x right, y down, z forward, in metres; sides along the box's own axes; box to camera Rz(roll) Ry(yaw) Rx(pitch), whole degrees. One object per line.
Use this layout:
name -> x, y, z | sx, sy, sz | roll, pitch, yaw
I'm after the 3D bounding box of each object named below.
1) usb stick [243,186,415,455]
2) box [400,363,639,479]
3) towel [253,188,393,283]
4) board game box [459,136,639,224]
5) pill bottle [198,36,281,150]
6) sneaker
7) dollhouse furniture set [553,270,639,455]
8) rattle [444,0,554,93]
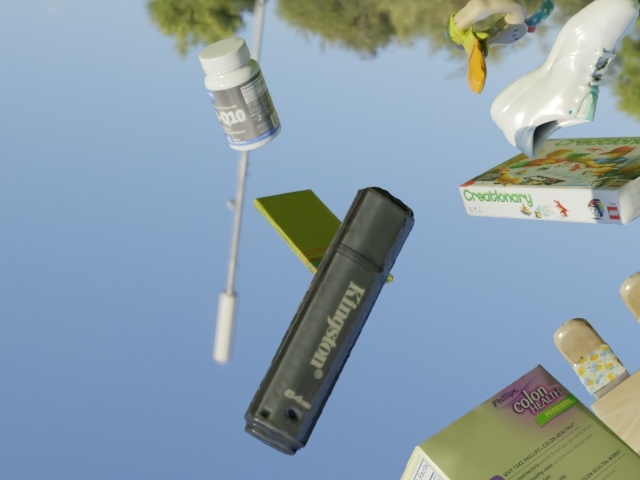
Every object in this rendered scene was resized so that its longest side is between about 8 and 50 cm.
usb stick -> 0.011, 0.075, 1.116 | 0.077, 0.278, 0.045 | 38, 163, -35
box -> 0.245, 0.295, 1.256 | 0.214, 0.117, 0.243 | -27, -121, -34
towel -> 0.000, 0.000, 1.591 | 0.102, 0.021, 0.237 | -10, -143, -29
board game box -> 0.364, -0.087, 1.573 | 0.193, 0.053, 0.305 | -28, -162, -29
pill bottle -> -0.109, -0.196, 1.515 | 0.078, 0.137, 0.078 | -16, -150, 9
sneaker -> 0.293, -0.181, 1.284 | 0.080, 0.212, 0.094 | 10, -138, -45
dollhouse furniture set -> 0.571, 0.150, 1.669 | 0.256, 0.394, 0.362 | 45, -170, -38
rattle -> 0.301, -0.304, 1.752 | 0.200, 0.130, 0.142 | 1, -135, -39
